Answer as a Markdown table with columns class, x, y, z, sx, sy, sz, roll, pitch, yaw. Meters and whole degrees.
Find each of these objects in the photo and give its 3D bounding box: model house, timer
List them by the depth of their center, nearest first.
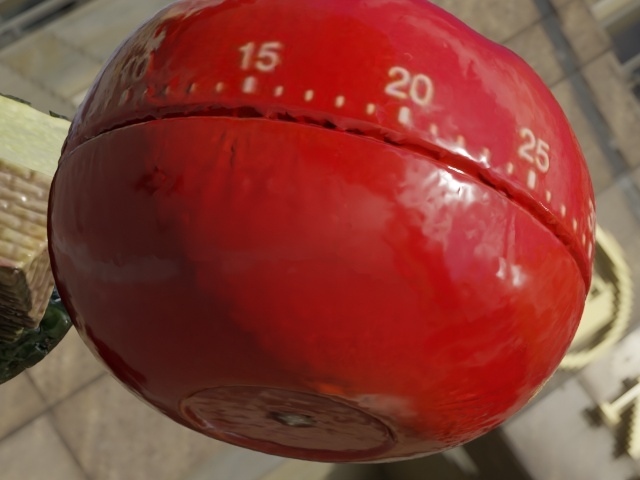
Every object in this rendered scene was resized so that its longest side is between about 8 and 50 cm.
| class | x | y | z | sx | sy | sz | roll | pitch | yaw |
| --- | --- | --- | --- | --- | --- | --- | --- | --- | --- |
| timer | 0.000 | 0.000 | 1.277 | 0.378 | 0.279 | 0.378 | 9 | -25 | 5 |
| model house | -0.330 | 0.035 | 1.713 | 0.266 | 0.261 | 0.321 | -106 | -143 | -68 |
